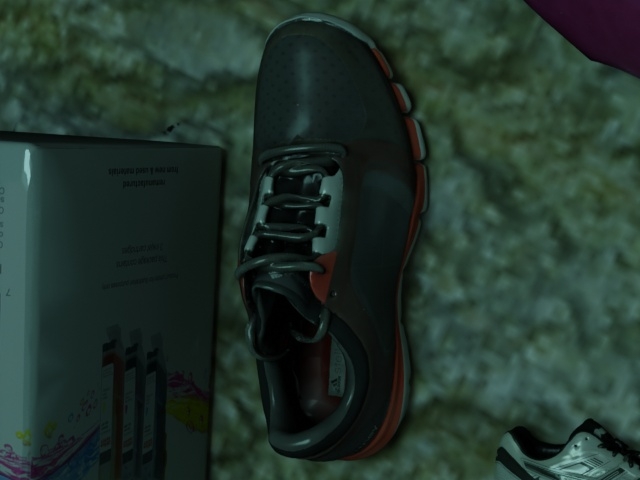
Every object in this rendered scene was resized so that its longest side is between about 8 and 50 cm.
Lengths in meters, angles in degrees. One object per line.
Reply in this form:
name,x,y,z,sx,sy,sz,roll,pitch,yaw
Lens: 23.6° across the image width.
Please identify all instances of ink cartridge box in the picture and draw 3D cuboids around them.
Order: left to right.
ink cartridge box,-0.120,0.050,0.537,0.128,0.127,0.176,5,95,22

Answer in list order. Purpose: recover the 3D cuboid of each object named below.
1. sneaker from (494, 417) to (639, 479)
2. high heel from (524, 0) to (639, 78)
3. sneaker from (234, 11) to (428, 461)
sneaker,0.095,0.077,0.498,0.083,0.032,0.037,-2,92,23
high heel,0.131,-0.015,0.464,0.244,0.082,0.117,31,116,16
sneaker,0.000,0.000,0.517,0.061,0.065,0.158,-6,91,24
